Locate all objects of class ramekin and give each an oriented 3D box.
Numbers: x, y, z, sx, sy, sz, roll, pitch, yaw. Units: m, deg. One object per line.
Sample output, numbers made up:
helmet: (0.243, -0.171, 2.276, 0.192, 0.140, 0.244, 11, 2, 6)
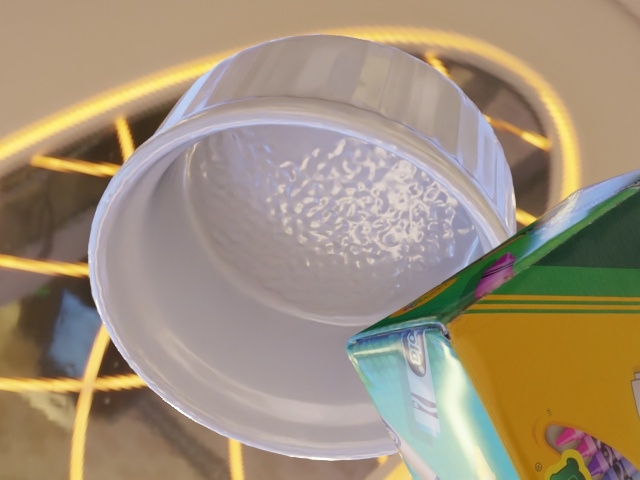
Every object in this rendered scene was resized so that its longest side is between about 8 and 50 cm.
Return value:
ramekin: (0.000, 0.000, 0.869, 0.277, 0.277, 0.135, 21, -142, -3)

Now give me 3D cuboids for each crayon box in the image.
crayon box: (0.149, 0.125, 0.616, 0.165, 0.081, 0.278, -31, -83, -32)
